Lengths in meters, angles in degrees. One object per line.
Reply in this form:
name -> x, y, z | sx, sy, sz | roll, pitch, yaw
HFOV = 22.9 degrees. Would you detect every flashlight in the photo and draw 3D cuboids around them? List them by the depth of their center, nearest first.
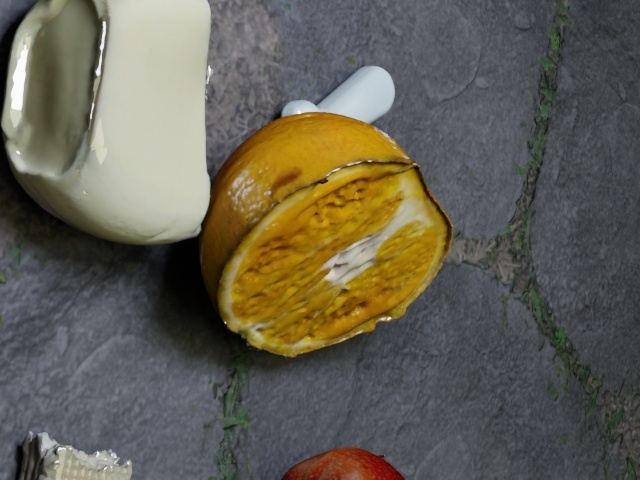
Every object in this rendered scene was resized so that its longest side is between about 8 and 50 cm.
flashlight -> 0.016, -0.141, 1.792 | 0.200, 0.047, 0.093 | -40, 121, -43

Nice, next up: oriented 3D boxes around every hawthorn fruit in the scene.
hawthorn fruit -> 0.035, 0.311, 1.725 | 0.188, 0.169, 0.169 | 13, 80, -51

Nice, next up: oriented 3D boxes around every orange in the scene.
orange -> 0.001, -0.004, 1.621 | 0.310, 0.274, 0.274 | -49, 133, -81

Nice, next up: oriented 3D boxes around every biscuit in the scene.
biscuit -> -0.247, 0.305, 1.487 | 0.108, 0.061, 0.239 | 19, 75, -46

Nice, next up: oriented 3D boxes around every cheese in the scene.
cheese -> -0.184, -0.129, 1.516 | 0.233, 0.127, 0.266 | 9, 86, -50
